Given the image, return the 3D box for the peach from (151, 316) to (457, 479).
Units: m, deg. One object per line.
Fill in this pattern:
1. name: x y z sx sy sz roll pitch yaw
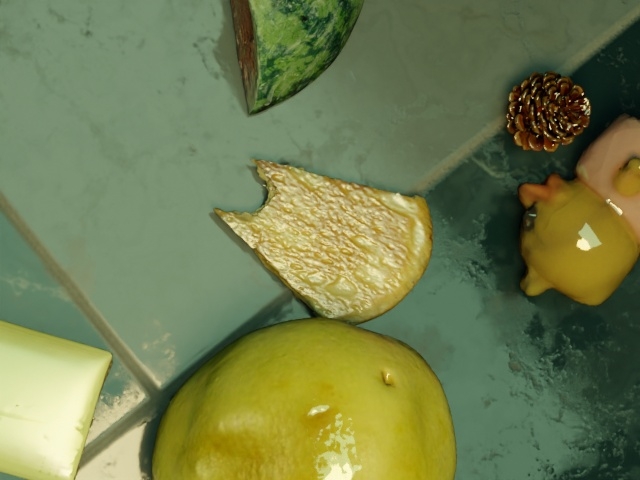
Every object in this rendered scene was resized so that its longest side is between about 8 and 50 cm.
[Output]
1. peach: -0.009 0.248 1.619 0.314 0.281 0.315 -11 76 21

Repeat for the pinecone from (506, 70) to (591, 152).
1. pinecone: 0.268 -0.153 1.785 0.102 0.109 0.102 0 88 -10

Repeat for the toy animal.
1. toy animal: 0.340 -0.038 1.761 0.281 0.195 0.169 -36 82 5

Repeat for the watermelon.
1. watermelon: -0.037 -0.313 1.716 0.176 0.260 0.256 26 64 7

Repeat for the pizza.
1. pizza: 0.000 0.000 1.763 0.262 0.034 0.181 21 81 -8

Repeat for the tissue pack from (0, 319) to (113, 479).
1. tissue pack: -0.358 0.165 1.640 0.234 0.125 0.159 17 83 -7
